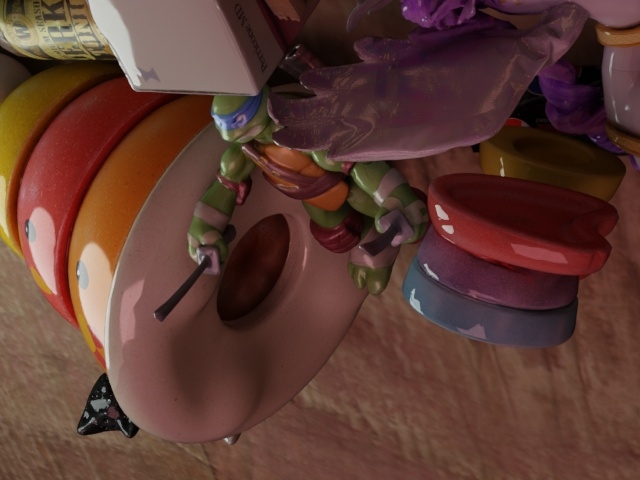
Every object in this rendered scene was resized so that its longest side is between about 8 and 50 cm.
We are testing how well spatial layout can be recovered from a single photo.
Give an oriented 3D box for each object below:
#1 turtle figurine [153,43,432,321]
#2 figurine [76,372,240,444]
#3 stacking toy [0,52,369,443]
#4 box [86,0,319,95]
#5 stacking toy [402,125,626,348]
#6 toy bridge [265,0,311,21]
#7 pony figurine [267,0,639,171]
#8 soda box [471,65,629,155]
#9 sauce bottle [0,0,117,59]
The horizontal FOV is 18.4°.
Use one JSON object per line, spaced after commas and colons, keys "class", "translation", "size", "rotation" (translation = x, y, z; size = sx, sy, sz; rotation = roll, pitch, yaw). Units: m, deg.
{"class": "turtle figurine", "translation": [0.000, 0.000, 1.598], "size": [0.198, 0.274, 0.266], "rotation": [-39, 140, 21]}
{"class": "figurine", "translation": [-0.131, 0.129, 2.069], "size": [0.215, 0.209, 0.092], "rotation": [1, 136, 34]}
{"class": "stacking toy", "translation": [-0.206, -0.052, 1.885], "size": [0.480, 0.350, 0.350], "rotation": [28, 149, 33]}
{"class": "box", "translation": [-0.073, -0.243, 1.547], "size": [0.127, 0.232, 0.148], "rotation": [5, 139, 32]}
{"class": "stacking toy", "translation": [0.215, 0.030, 1.508], "size": [0.279, 0.309, 0.130], "rotation": [18, 109, 16]}
{"class": "toy bridge", "translation": [0.009, -0.247, 1.527], "size": [0.026, 0.188, 0.063], "rotation": [9, 155, 30]}
{"class": "pony figurine", "translation": [0.155, -0.195, 1.456], "size": [0.351, 0.303, 0.363], "rotation": [6, 124, 17]}
{"class": "soda box", "translation": [0.202, -0.110, 1.673], "size": [0.169, 0.053, 0.060], "rotation": [3, 136, 32]}
{"class": "sauce bottle", "translation": [-0.227, -0.217, 1.797], "size": [0.344, 0.111, 0.111], "rotation": [1, 136, 34]}
